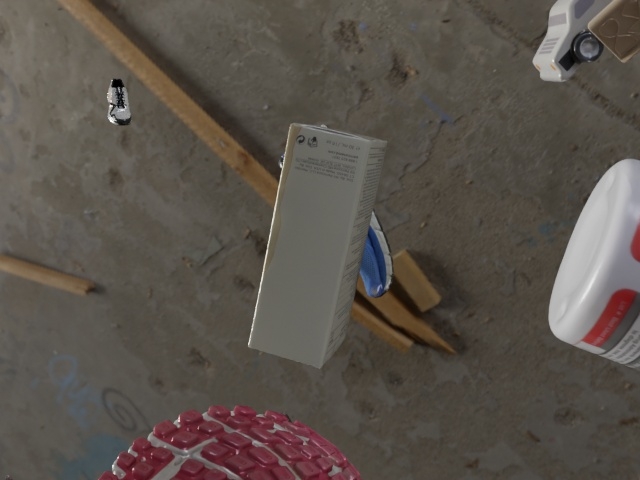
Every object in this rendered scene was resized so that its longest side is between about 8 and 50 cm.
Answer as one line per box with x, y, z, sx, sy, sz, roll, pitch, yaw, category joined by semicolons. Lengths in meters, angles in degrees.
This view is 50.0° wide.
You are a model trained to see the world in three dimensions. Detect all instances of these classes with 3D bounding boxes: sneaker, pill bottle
-0.363;-0.248;1.231;0.109;0.040;0.044;65;149;35;sneaker
0.347;0.054;0.545;0.283;0.161;0.161;21;125;9;pill bottle
-0.099;0.185;0.383;0.120;0.299;0.112;32;124;43;sneaker
0.028;-0.037;1.254;0.147;0.130;0.330;-26;103;5;sneaker

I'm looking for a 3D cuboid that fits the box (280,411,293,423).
-0.099;0.451;1.227;0.168;0.167;0.203;-37;79;13;box

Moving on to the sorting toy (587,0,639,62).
0.330;-0.234;0.714;0.062;0.012;0.083;37;123;-16;sorting toy

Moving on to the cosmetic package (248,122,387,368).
0.000;0.000;0.963;0.113;0.160;0.310;15;100;12;cosmetic package

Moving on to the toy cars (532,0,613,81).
0.377;-0.328;0.752;0.087;0.176;0.393;41;140;-10;toy cars
